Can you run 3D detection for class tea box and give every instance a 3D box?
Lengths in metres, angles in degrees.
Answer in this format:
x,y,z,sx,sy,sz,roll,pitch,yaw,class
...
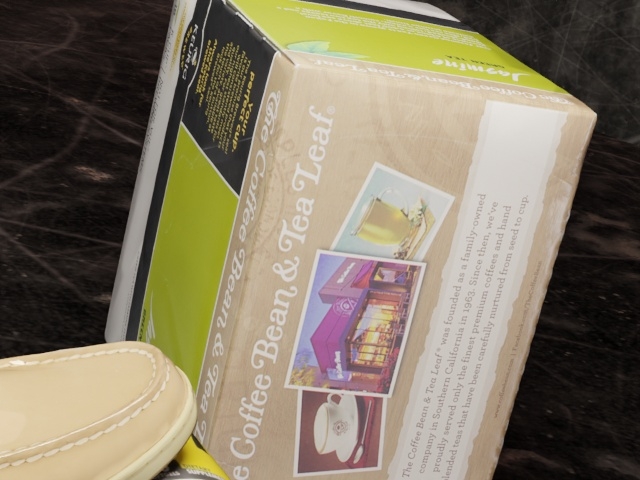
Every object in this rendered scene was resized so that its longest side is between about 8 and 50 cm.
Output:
x,y,z,sx,sy,sz,roll,pitch,yaw,class
0.000,0.000,1.197,0.220,0.329,0.323,7,20,-20,tea box

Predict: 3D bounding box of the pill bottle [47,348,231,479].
x,y,z,sx,sy,sz,roll,pitch,yaw,class
-0.124,0.152,0.986,0.119,0.119,0.208,3,20,-30,pill bottle

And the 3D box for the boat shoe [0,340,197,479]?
x,y,z,sx,sy,sz,roll,pitch,yaw,class
-0.232,0.110,0.865,0.341,0.110,0.121,-17,28,-16,boat shoe
